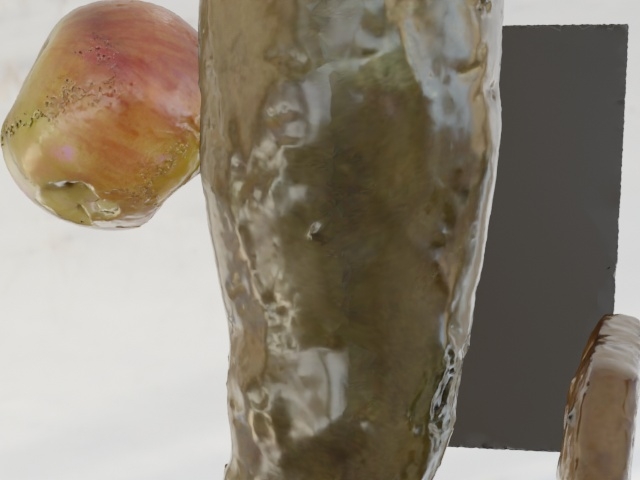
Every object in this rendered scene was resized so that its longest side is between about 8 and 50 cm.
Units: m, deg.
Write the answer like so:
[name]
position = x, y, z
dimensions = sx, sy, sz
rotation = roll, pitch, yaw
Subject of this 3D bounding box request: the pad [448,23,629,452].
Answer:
[pad]
position = 0.115, -0.011, 1.568
dimensions = 0.247, 0.367, 0.007
rotation = 1, 158, 10

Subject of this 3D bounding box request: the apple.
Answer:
[apple]
position = -0.121, -0.075, 1.208
dimensions = 0.146, 0.146, 0.146
rotation = -12, 161, -4

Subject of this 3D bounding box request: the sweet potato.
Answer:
[sweet potato]
position = 0.005, 0.003, 0.801
dimensions = 0.130, 0.422, 0.130
rotation = 6, -174, -1

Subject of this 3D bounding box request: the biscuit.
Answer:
[biscuit]
position = 0.151, 0.217, 1.142
dimensions = 0.046, 0.359, 0.359
rotation = 7, 163, 10
